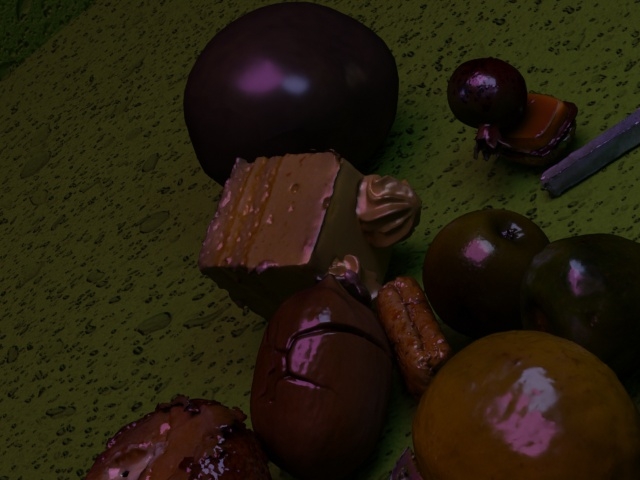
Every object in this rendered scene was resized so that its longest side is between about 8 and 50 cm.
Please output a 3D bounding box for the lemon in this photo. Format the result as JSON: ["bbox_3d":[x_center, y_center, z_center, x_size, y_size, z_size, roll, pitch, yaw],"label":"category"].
[{"bbox_3d":[0.254,0.247,1.581,0.285,0.285,0.316,-52,19,-24],"label":"lemon"}]

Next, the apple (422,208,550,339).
[{"bbox_3d":[0.241,0.043,1.900,0.196,0.157,0.196,12,39,-10],"label":"apple"}]

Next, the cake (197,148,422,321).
[{"bbox_3d":[0.000,0.000,2.081,0.286,0.222,0.227,-2,61,38],"label":"cake"}]

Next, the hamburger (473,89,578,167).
[{"bbox_3d":[0.343,-0.181,2.165,0.166,0.087,0.137,19,67,48],"label":"hamburger"}]

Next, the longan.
[{"bbox_3d":[-0.055,-0.241,2.322,0.404,0.336,0.404,-19,7,2],"label":"longan"}]

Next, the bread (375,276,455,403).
[{"bbox_3d":[0.140,0.148,1.925,0.083,0.114,0.211,-20,33,-5],"label":"bread"}]

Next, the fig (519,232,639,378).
[{"bbox_3d":[0.402,0.069,1.761,0.275,0.206,0.206,-20,31,-18],"label":"fig"}]

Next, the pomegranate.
[{"bbox_3d":[0.257,-0.214,2.095,0.129,0.129,0.159,-9,48,31],"label":"pomegranate"}]

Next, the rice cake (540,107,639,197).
[{"bbox_3d":[0.435,-0.139,2.086,0.211,0.043,0.034,-33,28,1],"label":"rice cake"}]

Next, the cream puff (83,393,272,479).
[{"bbox_3d":[-0.197,0.384,1.804,0.350,0.228,0.350,-30,31,20],"label":"cream puff"}]

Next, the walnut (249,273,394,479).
[{"bbox_3d":[-0.002,0.188,1.882,0.203,0.203,0.298,-8,72,32],"label":"walnut"}]

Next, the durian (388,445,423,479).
[{"bbox_3d":[0.111,0.379,1.706,0.108,0.119,0.186,22,57,8],"label":"durian"}]
